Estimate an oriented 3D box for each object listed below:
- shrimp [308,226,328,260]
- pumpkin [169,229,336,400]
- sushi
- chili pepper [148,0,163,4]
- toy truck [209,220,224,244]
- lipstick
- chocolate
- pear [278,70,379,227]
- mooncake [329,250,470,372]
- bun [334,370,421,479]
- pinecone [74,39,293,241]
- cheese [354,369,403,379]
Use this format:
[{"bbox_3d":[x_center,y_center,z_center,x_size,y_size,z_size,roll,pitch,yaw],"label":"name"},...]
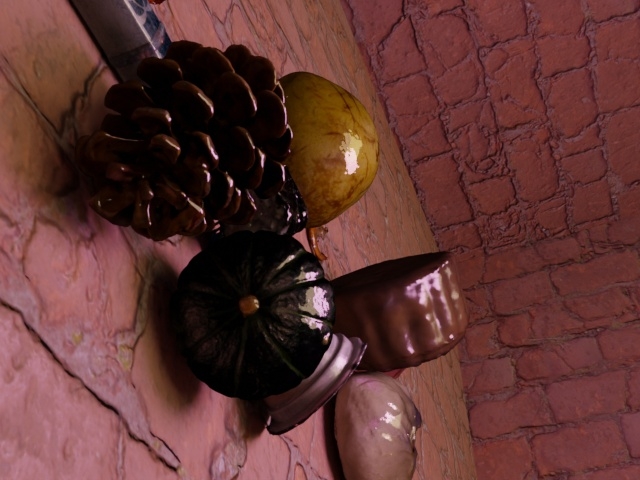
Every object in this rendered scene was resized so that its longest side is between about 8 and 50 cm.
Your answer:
[{"bbox_3d":[0.000,0.000,1.721,0.127,0.025,0.091,-30,104,-70],"label":"shrimp"},{"bbox_3d":[-0.087,0.095,0.965,0.162,0.220,0.220,96,-17,-76],"label":"pumpkin"},{"bbox_3d":[-0.117,-0.080,1.107,0.212,0.147,0.115,52,20,1],"label":"sushi"},{"bbox_3d":[-0.261,-0.529,1.122,0.131,0.134,0.338,28,48,-51],"label":"chili pepper"},{"bbox_3d":[-0.132,0.025,1.174,0.074,0.063,0.136,62,0,43],"label":"toy truck"},{"bbox_3d":[-0.258,-0.283,0.993,0.077,0.076,0.290,-84,152,-49],"label":"lipstick"},{"bbox_3d":[-0.047,0.181,1.149,0.147,0.221,0.221,48,17,-1],"label":"chocolate"},{"bbox_3d":[-0.029,-0.162,1.354,0.283,0.283,0.284,-16,90,-75],"label":"pear"},{"bbox_3d":[0.151,0.148,1.557,0.324,0.324,0.187,-43,117,-73],"label":"mooncake"},{"bbox_3d":[0.118,0.393,1.491,0.273,0.168,0.273,-8,90,-77],"label":"bun"},{"bbox_3d":[-0.163,-0.115,0.895,0.309,0.244,0.244,-37,111,-55],"label":"pinecone"},{"bbox_3d":[0.167,0.266,1.757,0.128,0.177,0.203,26,50,-70],"label":"cheese"}]
